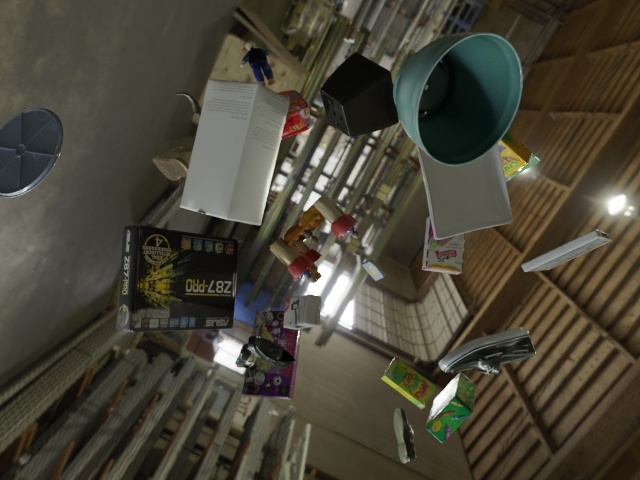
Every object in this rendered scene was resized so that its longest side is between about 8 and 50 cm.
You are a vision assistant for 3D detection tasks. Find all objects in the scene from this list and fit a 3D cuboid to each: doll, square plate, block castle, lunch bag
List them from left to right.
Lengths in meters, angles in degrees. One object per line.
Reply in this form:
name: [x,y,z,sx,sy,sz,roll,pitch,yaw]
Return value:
doll: [-0.243,-0.681,1.918,0.129,0.189,0.046,-20,171,-9]
lunch bag: [-0.183,-0.465,1.937,0.258,0.293,0.120,-122,-167,-51]
block castle: [0.000,0.000,1.926,0.303,0.213,0.453,-44,179,6]
square plate: [0.492,-0.199,1.729,0.049,0.347,0.344,-11,-89,66]

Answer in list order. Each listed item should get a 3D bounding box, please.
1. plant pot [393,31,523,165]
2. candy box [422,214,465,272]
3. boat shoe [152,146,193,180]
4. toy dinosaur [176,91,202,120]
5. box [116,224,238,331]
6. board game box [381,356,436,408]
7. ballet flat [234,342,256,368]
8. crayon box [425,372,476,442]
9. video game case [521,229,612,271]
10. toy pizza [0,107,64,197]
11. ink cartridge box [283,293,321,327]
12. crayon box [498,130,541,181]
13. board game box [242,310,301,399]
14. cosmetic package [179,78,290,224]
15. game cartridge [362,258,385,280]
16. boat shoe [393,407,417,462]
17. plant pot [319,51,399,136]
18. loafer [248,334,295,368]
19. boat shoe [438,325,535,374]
plant pot: [0.294,-0.349,1.188,0.293,0.293,0.196,-62,-143,15]
candy box: [0.527,0.018,2.135,0.071,0.159,0.234,96,1,-79]
boat shoe: [-0.540,-0.300,1.900,0.098,0.109,0.302,-49,-151,-23]
toy dinosaur: [-0.355,-0.389,1.703,0.160,0.313,0.121,-130,-117,-86]
box: [-0.451,0.130,1.630,0.097,0.394,0.319,-1,-98,40]
board game box: [0.325,0.524,1.851,0.092,0.181,0.043,-49,172,-31]
ballet flat: [-0.274,0.437,1.877,0.074,0.074,0.203,-65,-178,-31]
crayon box: [0.488,0.612,1.862,0.165,0.081,0.278,-53,167,16]
video game case: [0.699,0.033,1.414,0.204,0.025,0.285,-33,160,30]
toy pizza: [-0.599,-0.177,1.023,0.201,0.201,0.032,-63,155,-9]
ink cartridge box: [-0.067,0.262,1.836,0.150,0.063,0.109,-22,-121,51]
crayon box: [0.707,-0.359,2.062,0.203,0.323,0.083,-39,-164,55]
board game box: [-0.190,0.456,2.028,0.056,0.208,0.347,60,32,-60]
cosmetic package: [-0.239,-0.242,1.393,0.155,0.196,0.366,7,99,-58]
game cartridge: [0.193,0.107,1.813,0.056,0.083,0.017,-34,-170,49]
boat shoe: [0.379,0.864,2.236,0.081,0.068,0.228,132,-45,-65]
plant pot: [0.109,-0.429,1.538,0.167,0.188,0.187,-34,139,-11]
loafer: [-0.168,0.381,1.734,0.078,0.223,0.076,-20,-130,22]
boat shoe: [0.572,0.394,1.697,0.121,0.335,0.119,78,-8,-59]
